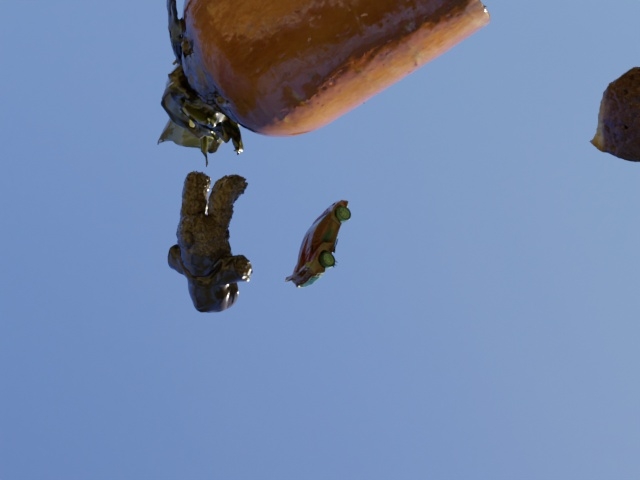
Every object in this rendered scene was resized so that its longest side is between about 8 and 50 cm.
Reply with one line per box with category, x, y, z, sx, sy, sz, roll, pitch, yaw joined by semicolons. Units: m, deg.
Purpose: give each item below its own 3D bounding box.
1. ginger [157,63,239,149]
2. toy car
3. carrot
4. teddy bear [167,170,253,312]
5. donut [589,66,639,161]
ginger;-0.102;-0.196;1.803;0.115;0.193;0.122;15;-138;-36
toy car;0.000;0.000;1.896;0.035;0.059;0.122;30;-125;-18
carrot;-0.024;-0.209;1.562;0.193;0.331;0.214;28;-147;-55
teddy bear;-0.129;0.005;1.848;0.119;0.160;0.078;5;-169;37
donut;0.481;-0.181;2.004;0.295;0.112;0.151;-30;-135;-7
